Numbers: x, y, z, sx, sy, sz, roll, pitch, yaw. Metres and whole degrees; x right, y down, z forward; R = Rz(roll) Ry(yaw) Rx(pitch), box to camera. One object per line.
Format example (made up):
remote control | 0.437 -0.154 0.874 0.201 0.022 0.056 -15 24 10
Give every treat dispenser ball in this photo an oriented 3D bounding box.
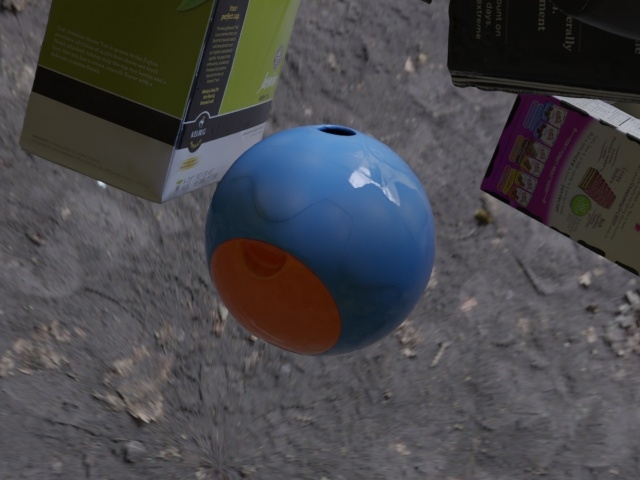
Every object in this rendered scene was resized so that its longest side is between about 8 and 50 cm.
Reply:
treat dispenser ball | 0.000 0.000 1.583 0.288 0.288 0.288 1 80 -4

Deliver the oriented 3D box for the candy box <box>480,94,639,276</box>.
candy box | 0.332 -0.083 1.563 0.233 0.071 0.159 32 122 20

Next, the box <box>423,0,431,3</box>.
box | 0.120 -0.355 1.287 0.077 0.147 0.180 23 122 -10

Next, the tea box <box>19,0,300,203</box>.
tea box | -0.197 -0.255 1.709 0.220 0.329 0.323 22 107 13

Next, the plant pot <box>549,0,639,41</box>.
plant pot | 0.180 -0.228 0.756 0.167 0.188 0.187 -21 60 -43

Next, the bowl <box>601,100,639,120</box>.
bowl | 0.535 -0.197 1.815 0.298 0.298 0.134 12 68 -2

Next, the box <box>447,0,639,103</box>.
box | 0.439 -0.270 1.083 0.480 0.472 0.297 -13 111 -43
